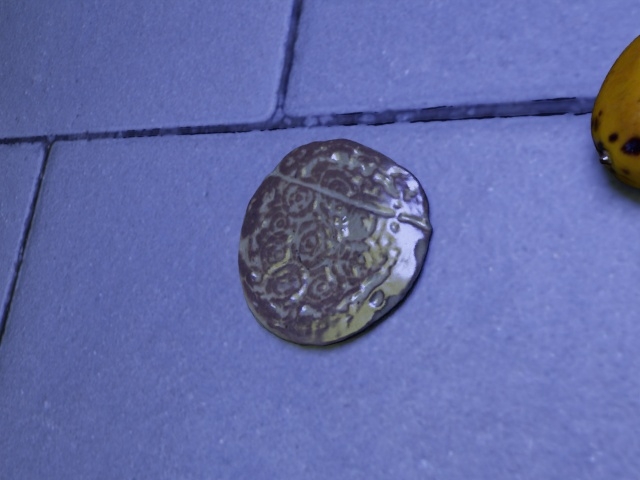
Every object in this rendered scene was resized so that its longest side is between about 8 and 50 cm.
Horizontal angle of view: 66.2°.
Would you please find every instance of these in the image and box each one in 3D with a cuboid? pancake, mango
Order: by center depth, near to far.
[{"bbox_3d":[0.297,-0.124,0.401,0.115,0.090,0.178,31,91,17],"label":"mango"},{"bbox_3d":[0.000,0.000,0.567,0.249,0.031,0.250,-7,74,27],"label":"pancake"}]
